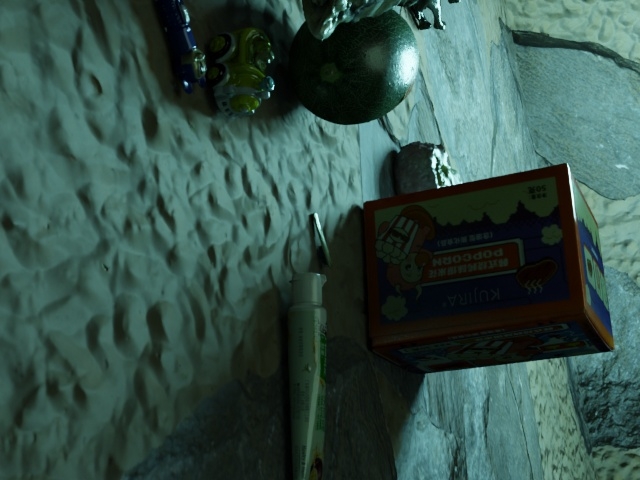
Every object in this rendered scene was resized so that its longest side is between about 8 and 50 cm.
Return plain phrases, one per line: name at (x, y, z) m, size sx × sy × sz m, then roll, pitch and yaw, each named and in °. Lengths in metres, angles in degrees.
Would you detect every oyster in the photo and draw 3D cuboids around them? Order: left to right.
oyster at (0.058, -0.356, 1.230) m, size 0.158 × 0.162 × 0.351 m, roll 52°, pitch 39°, yaw -13°

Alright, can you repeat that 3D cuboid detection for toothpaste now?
toothpaste at (-0.018, 0.198, 1.188) m, size 0.058 × 0.056 × 0.314 m, roll 5°, pitch 76°, yaw -25°

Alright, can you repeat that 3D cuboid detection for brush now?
brush at (0.000, 0.000, 1.356) m, size 0.016 × 0.013 × 0.084 m, roll 0°, pitch 73°, yaw -72°

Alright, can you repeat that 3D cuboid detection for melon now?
melon at (0.047, -0.259, 1.360) m, size 0.287 × 0.182 × 0.182 m, roll -38°, pitch 115°, yaw -64°

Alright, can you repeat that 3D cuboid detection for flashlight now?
flashlight at (-0.154, -0.228, 1.055) m, size 0.057 × 0.035 × 0.121 m, roll -45°, pitch 122°, yaw -62°

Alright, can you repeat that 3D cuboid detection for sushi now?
sushi at (0.214, -0.072, 1.783) m, size 0.161 × 0.107 × 0.241 m, roll -26°, pitch 105°, yaw -63°

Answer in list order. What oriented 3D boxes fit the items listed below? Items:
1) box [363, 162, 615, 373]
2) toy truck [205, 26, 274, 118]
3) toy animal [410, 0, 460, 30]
box at (0.288, 0.070, 1.576) m, size 0.318 × 0.348 × 0.257 m, roll 35°, pitch 49°, yaw -61°
toy truck at (-0.091, -0.204, 1.141) m, size 0.076 × 0.077 × 0.111 m, roll 41°, pitch 44°, yaw -56°
toy animal at (0.258, -0.583, 2.089) m, size 0.146 × 0.114 × 0.245 m, roll 59°, pitch 30°, yaw -41°
